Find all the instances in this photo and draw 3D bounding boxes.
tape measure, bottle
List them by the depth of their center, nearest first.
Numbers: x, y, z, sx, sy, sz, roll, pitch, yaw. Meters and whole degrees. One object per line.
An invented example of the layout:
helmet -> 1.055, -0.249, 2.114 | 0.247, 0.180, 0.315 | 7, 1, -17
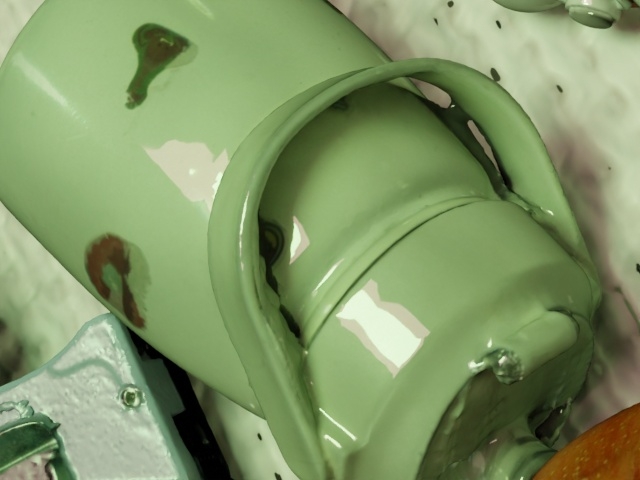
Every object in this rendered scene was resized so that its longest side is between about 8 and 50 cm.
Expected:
bottle -> 0.000, 0.000, 0.996 | 0.351, 0.229, 0.229 | 43, 104, 30
tape measure -> -0.138, 0.154, 1.099 | 0.182, 0.107, 0.181 | -34, 78, 11

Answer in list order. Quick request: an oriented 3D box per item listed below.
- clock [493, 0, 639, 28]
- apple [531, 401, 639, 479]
clock -> 0.157, -0.192, 1.008 | 0.166, 0.093, 0.162 | 11, 87, 37
apple -> 0.169, 0.159, 0.853 | 0.201, 0.162, 0.201 | -7, 76, 31
